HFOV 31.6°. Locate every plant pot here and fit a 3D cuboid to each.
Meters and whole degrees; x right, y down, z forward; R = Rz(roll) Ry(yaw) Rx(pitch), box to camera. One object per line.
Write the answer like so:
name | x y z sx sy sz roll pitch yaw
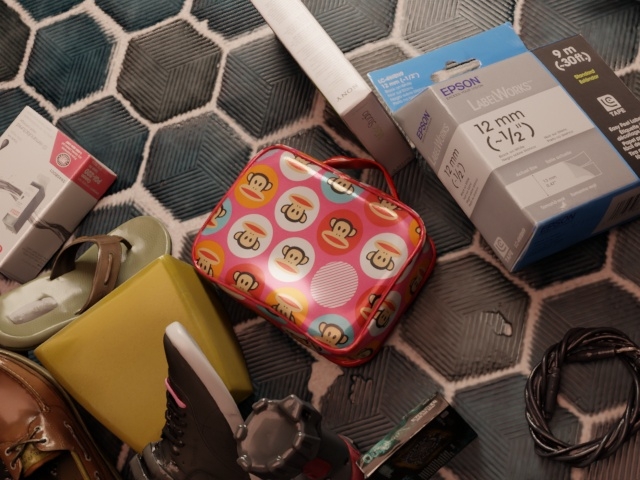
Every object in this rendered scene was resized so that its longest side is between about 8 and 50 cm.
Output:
plant pot | -0.209 0.167 1.491 0.212 0.212 0.187 -36 78 2

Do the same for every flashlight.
flashlight | -0.019 0.261 1.334 0.103 0.304 0.103 -10 70 15

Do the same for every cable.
cable | 0.325 0.192 1.393 0.184 0.047 0.150 -43 65 0

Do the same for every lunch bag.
lunch bag | 0.000 0.000 1.520 0.293 0.120 0.258 31 82 25

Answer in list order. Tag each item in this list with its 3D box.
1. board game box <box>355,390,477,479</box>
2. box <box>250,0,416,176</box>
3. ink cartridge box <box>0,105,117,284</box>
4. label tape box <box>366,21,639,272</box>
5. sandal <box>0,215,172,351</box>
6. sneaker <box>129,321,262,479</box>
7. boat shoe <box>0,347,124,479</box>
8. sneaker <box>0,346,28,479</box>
board game box | 0.119 0.249 1.360 0.126 0.186 0.026 -41 63 0
box | -0.003 -0.251 1.548 0.058 0.232 0.322 -37 66 5
ink cartridge box | -0.441 -0.067 1.697 0.158 0.092 0.218 36 87 25
label tape box | 0.257 -0.158 1.448 0.249 0.115 0.348 -22 64 -23
sandal | -0.325 0.050 1.567 0.120 0.086 0.302 37 50 24
sneaker | -0.167 0.234 1.341 0.147 0.296 0.104 -26 38 -11
boat shoe | -0.357 0.266 1.469 0.110 0.104 0.307 -42 96 6
sneaker | -0.447 0.268 1.587 0.107 0.124 0.283 10 98 4
